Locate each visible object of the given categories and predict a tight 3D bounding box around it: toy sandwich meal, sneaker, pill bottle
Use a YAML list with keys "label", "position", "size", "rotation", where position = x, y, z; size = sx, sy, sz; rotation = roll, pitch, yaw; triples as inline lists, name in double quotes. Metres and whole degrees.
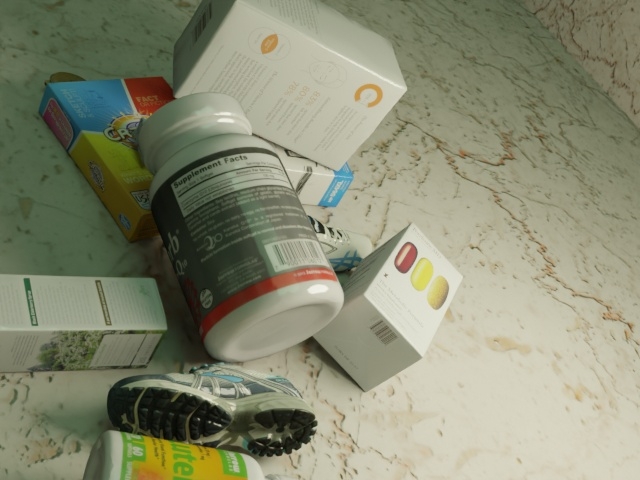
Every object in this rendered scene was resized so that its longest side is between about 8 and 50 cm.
- label: "toy sandwich meal"
  position: [-0.446, -0.270, 1.509]
  size: [0.086, 0.029, 0.085]
  rotation: [22, 27, -12]
- label: "sneaker"
  position: [-0.150, 0.219, 1.135]
  size: [0.283, 0.110, 0.122]
  rotation: [14, 23, -27]
- label: "sneaker"
  position: [0.000, 0.000, 1.480]
  size: [0.237, 0.086, 0.085]
  rotation: [4, 44, -34]
- label: "pill bottle"
  position: [-0.127, -0.024, 1.242]
  size: [0.210, 0.210, 0.362]
  rotation: [-6, 61, -40]
- label: "pill bottle"
  position: [-0.146, 0.308, 0.984]
  size: [0.246, 0.136, 0.136]
  rotation: [16, 40, -21]

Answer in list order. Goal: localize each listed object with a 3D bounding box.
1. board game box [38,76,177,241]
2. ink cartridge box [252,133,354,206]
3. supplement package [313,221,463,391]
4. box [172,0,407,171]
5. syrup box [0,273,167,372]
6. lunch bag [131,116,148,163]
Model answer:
- label: "board game box"
  position: [-0.296, -0.151, 1.451]
  size: [0.242, 0.064, 0.316]
  rotation: [-16, 58, -45]
- label: "ink cartridge box"
  position: [-0.060, -0.149, 1.602]
  size: [0.203, 0.086, 0.148]
  rotation: [5, 45, -34]
- label: "supplement package"
  position: [0.113, 0.102, 1.384]
  size: [0.139, 0.134, 0.244]
  rotation: [47, 37, -6]
- label: "box"
  position: [-0.058, -0.305, 1.494]
  size: [0.345, 0.215, 0.168]
  rotation: [22, 37, -28]
- label: "syrup box"
  position: [-0.333, 0.108, 1.109]
  size: [0.237, 0.093, 0.096]
  rotation: [4, 46, -32]
- label: "lunch bag"
  position: [-0.257, -0.160, 1.392]
  size: [0.083, 0.053, 0.071]
  rotation: [10, 43, -41]
